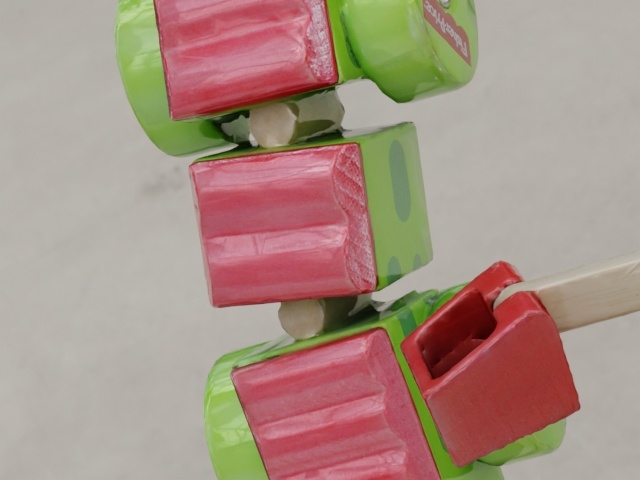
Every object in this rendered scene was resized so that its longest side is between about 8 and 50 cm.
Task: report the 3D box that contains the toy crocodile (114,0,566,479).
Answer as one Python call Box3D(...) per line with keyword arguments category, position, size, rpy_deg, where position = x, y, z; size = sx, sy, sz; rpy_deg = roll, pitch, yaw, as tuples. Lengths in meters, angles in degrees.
Box3D(category="toy crocodile", position=(0.000, 0.000, 0.607), size=(0.115, 0.340, 0.105), rpy_deg=(-12, 7, 23))

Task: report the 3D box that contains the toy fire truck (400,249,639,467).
Box3D(category="toy fire truck", position=(0.136, 0.040, 0.531), size=(0.192, 0.135, 0.047), rpy_deg=(-29, 17, 2))
